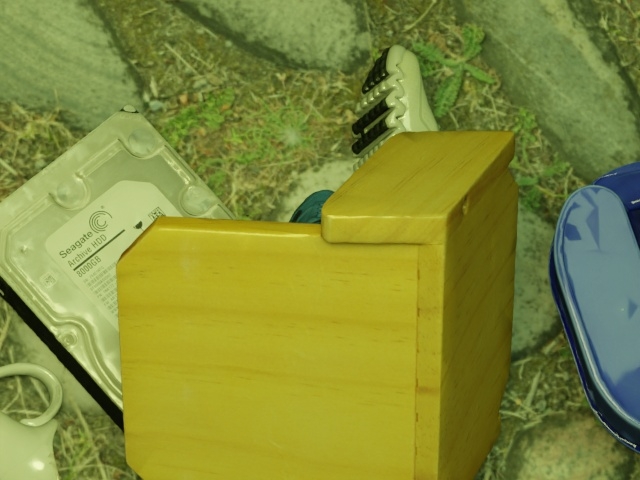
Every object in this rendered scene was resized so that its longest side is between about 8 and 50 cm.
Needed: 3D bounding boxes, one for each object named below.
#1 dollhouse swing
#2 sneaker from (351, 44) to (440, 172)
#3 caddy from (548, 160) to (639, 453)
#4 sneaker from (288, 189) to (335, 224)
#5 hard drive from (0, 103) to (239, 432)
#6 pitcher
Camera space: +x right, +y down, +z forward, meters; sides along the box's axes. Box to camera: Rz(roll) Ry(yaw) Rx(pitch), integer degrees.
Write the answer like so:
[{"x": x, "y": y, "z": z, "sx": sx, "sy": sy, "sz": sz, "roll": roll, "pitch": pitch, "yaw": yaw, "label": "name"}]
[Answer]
[{"x": 0.004, "y": 0.080, "z": 1.934, "sx": 0.304, "sy": 0.347, "sz": 0.315, "roll": 9, "pitch": 27, "yaw": 20, "label": "dollhouse swing"}, {"x": 0.105, "y": -0.066, "z": 2.117, "sx": 0.118, "sy": 0.110, "sz": 0.292, "roll": -1, "pitch": 80, "yaw": -21, "label": "sneaker"}, {"x": 0.377, "y": 0.069, "z": 2.091, "sx": 0.241, "sy": 0.179, "sz": 0.341, "roll": -18, "pitch": 75, "yaw": 7, "label": "caddy"}, {"x": 0.000, "y": 0.000, "z": 2.036, "sx": 0.069, "sy": 0.082, "sz": 0.209, "roll": 37, "pitch": 36, "yaw": -6, "label": "sneaker"}, {"x": -0.174, "y": 0.052, "z": 2.030, "sx": 0.237, "sy": 0.064, "sz": 0.339, "roll": -40, "pitch": 83, "yaw": -22, "label": "hard drive"}, {"x": -0.356, "y": 0.181, "z": 1.926, "sx": 0.207, "sy": 0.125, "sz": 0.178, "roll": 16, "pitch": 48, "yaw": -18, "label": "pitcher"}]
